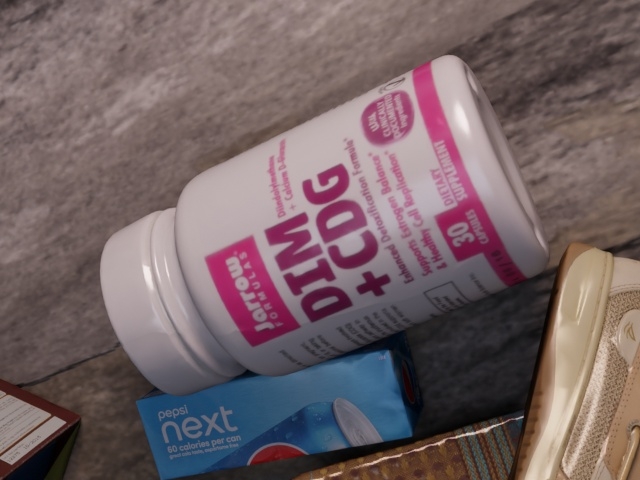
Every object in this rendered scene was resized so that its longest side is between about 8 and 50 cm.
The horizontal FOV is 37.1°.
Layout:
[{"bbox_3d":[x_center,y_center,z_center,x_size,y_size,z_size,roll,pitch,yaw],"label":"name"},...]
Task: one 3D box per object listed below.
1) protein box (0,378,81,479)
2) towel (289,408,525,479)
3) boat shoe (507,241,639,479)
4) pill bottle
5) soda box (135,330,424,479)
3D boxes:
[{"bbox_3d":[-0.347,0.215,0.807,0.201,0.136,0.199,23,105,8],"label":"protein box"},{"bbox_3d":[0.149,0.311,0.662,0.272,0.040,0.370,-16,73,0],"label":"towel"},{"bbox_3d":[0.177,0.167,0.619,0.110,0.121,0.341,14,74,10],"label":"boat shoe"},{"bbox_3d":[0.000,0.000,0.671,0.283,0.160,0.160,-24,94,17],"label":"pill bottle"},{"bbox_3d":[-0.031,0.129,0.751,0.210,0.067,0.071,-13,97,16],"label":"soda box"}]
